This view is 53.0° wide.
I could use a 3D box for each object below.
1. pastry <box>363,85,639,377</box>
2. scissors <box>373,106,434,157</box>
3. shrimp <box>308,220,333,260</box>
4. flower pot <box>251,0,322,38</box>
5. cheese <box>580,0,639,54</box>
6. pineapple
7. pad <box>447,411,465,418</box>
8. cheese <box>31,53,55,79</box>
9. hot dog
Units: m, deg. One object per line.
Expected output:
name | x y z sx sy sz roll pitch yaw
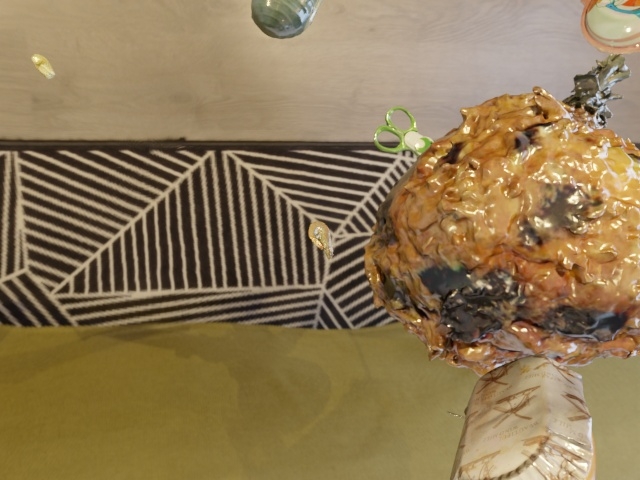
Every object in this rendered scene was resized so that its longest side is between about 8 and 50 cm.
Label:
pastry | 0.233 -0.002 0.766 0.337 0.405 0.292 50 46 -28
scissors | 0.213 -0.195 1.346 0.204 0.027 0.101 33 86 3
shrimp | 0.000 0.000 1.578 0.059 0.023 0.108 4 58 -26
flower pot | -0.071 -0.595 1.519 0.157 0.189 0.243 28 81 -4
cheese | 0.560 -0.373 1.077 0.189 0.286 0.074 -42 139 10
pineapple | 0.559 -0.267 1.363 0.310 0.141 0.170 -54 140 -17
pad | 0.348 0.350 1.135 0.158 0.234 0.003 37 72 -60
cheese | -0.669 -0.420 1.542 0.030 0.083 0.044 -41 147 2
hot dog | 0.147 0.142 0.469 0.108 0.191 0.059 -27 96 23
